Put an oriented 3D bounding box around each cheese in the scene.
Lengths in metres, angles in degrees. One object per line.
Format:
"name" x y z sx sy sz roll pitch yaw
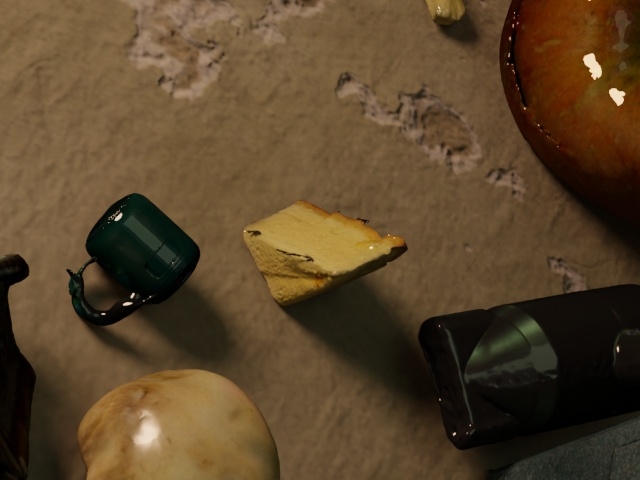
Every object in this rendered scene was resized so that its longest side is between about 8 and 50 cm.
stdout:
"cheese" 0.109 -0.247 1.280 0.044 0.030 0.083 -28 93 -47

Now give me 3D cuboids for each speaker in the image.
"speaker" -0.138 0.017 0.959 0.075 0.060 0.094 43 51 -11

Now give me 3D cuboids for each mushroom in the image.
"mushroom" -0.096 0.154 0.893 0.148 0.112 0.148 18 57 -30

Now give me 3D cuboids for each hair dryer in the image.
"hair dryer" 0.249 0.099 1.049 0.244 0.302 0.116 -8 91 -38

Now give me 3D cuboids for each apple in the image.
"apple" 0.380 -0.175 1.281 0.384 0.374 0.374 32 41 31

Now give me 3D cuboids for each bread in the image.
"bread" 0.000 0.000 1.040 0.084 0.109 0.080 -24 88 -36

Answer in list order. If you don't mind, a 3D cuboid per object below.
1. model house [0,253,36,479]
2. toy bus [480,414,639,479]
"model house" -0.258 0.095 0.825 0.165 0.106 0.152 -13 88 -3
"toy bus" 0.264 0.231 0.983 0.194 0.323 0.162 30 55 -19
